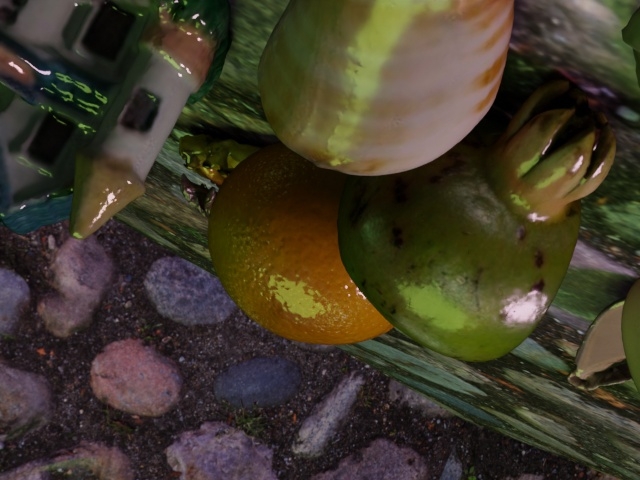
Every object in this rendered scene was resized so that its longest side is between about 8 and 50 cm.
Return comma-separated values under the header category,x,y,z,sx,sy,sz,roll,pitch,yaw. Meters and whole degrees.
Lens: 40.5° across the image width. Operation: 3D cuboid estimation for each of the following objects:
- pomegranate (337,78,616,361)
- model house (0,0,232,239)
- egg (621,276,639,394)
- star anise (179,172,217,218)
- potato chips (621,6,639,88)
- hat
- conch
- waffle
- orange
category,x,y,z,sx,sy,sz,roll,pitch,yaw
pomegranate,0.102,-0.016,0.657,0.159,0.190,0.241,26,169,-14
model house,-0.257,-0.103,0.720,0.267,0.325,0.194,27,170,-8
egg,0.350,0.104,0.663,0.253,0.189,0.188,31,170,10
star anise,-0.133,-0.041,1.179,0.141,0.042,0.141,30,179,1
potato chips,0.326,-0.017,0.410,0.389,0.097,0.373,21,178,10
hat,0.413,0.131,0.974,0.214,0.149,0.245,29,134,21
conch,0.034,-0.111,0.546,0.158,0.127,0.255,26,168,4
waffle,-0.068,-0.069,1.123,0.262,0.060,0.280,25,172,-4
orange,0.000,0.000,0.899,0.236,0.236,0.236,25,169,5
